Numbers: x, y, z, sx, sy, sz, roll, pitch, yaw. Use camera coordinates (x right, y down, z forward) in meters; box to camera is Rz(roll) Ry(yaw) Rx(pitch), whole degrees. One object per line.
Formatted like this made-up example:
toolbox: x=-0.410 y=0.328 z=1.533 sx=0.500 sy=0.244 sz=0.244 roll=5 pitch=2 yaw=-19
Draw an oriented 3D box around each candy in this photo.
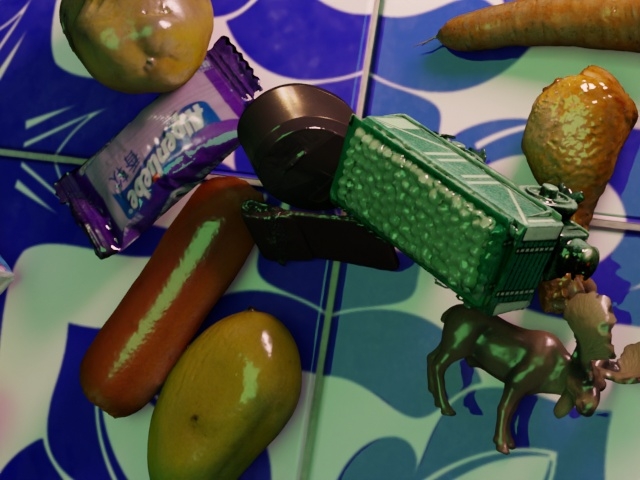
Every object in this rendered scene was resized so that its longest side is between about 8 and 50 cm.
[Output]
candy: x=-0.177 y=-0.101 z=1.537 sx=0.275 sy=0.070 sz=0.145 roll=-40 pitch=55 yaw=10

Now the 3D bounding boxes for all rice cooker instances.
rice cooker: x=-0.011 y=-0.097 z=1.440 sx=0.112 sy=0.165 sz=0.106 roll=-41 pitch=61 yaw=20

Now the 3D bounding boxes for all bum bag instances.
bum bag: x=0.000 y=0.000 z=1.453 sx=0.159 sy=0.109 sz=0.026 roll=8 pitch=64 yaw=19

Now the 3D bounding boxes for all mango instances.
mango: x=-0.113 y=0.181 z=1.479 sx=0.237 sy=0.091 sz=0.137 roll=-49 pitch=65 yaw=8

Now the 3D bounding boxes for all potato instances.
potato: x=-0.199 y=-0.241 z=1.519 sx=0.154 sy=0.137 sz=0.200 roll=-46 pitch=36 yaw=11

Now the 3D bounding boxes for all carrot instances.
carrot: x=0.235 y=-0.223 z=1.421 sx=0.298 sy=0.078 sz=0.078 roll=-2 pitch=83 yaw=23

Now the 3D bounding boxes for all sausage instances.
sausage: x=-0.162 y=0.062 z=1.514 sx=0.089 sy=0.083 sz=0.300 roll=35 pitch=94 yaw=33

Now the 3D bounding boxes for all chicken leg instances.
chicken leg: x=0.252 y=-0.050 z=1.385 sx=0.107 sy=0.087 sz=0.251 roll=5 pitch=91 yaw=31

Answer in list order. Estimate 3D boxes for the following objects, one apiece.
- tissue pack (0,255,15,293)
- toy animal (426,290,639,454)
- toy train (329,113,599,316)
tissue pack: x=-0.513 y=0.003 z=1.610 sx=0.198 sy=0.146 sz=0.263 roll=-44 pitch=72 yaw=11
toy animal: x=0.213 y=0.121 z=1.368 sx=0.214 sy=0.094 sz=0.186 roll=31 pitch=96 yaw=18
toy train: x=0.140 y=-0.027 z=1.338 sx=0.269 sy=0.154 sz=0.115 roll=38 pitch=125 yaw=36
